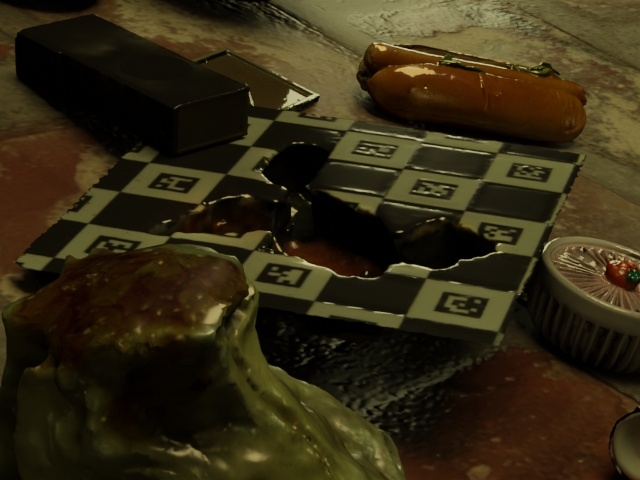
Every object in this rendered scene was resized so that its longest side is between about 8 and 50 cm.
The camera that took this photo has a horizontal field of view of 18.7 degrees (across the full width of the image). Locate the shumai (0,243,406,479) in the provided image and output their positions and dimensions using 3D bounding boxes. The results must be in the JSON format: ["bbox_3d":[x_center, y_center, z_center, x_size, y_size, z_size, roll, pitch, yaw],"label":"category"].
[{"bbox_3d":[-0.041,0.107,1.041,0.225,0.222,0.261,34,24,34],"label":"shumai"}]

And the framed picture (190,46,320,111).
[{"bbox_3d":[-0.078,-0.138,1.765,0.109,0.011,0.149,27,26,18],"label":"framed picture"}]

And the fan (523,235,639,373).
[{"bbox_3d":[0.178,0.025,1.536,0.244,0.074,0.130,25,26,15],"label":"fan"}]

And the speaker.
[{"bbox_3d":[-0.157,-0.130,1.590,0.082,0.044,0.218,-18,32,-37],"label":"speaker"}]

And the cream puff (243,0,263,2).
[{"bbox_3d":[-0.110,-0.367,1.972,0.303,0.212,0.303,43,-5,4],"label":"cream puff"}]

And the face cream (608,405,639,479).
[{"bbox_3d":[0.284,0.130,1.424,0.092,0.058,0.244,29,20,24],"label":"face cream"}]

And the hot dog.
[{"bbox_3d":[0.151,-0.148,1.883,0.250,0.068,0.100,7,26,-27],"label":"hot dog"}]

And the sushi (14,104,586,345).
[{"bbox_3d":[0.000,0.000,1.451,0.343,0.064,0.359,9,26,13],"label":"sushi"}]
